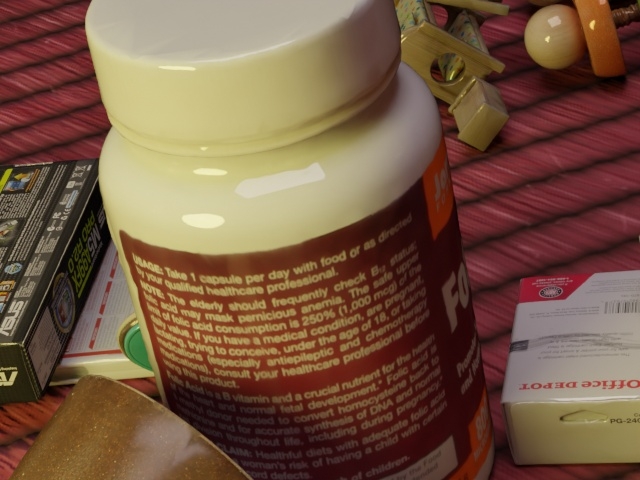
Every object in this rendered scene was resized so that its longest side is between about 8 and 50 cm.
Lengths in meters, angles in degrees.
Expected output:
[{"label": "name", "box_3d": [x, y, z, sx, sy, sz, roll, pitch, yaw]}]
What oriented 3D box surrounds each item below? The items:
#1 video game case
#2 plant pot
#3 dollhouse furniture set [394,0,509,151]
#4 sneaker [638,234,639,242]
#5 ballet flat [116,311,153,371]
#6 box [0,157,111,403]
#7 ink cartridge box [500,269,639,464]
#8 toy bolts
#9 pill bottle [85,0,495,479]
[{"label": "video game case", "box_3d": [-0.241, 0.054, 1.598, 0.285, 0.025, 0.204, -6, 34, 10]}, {"label": "plant pot", "box_3d": [-0.145, 0.237, 1.153, 0.215, 0.215, 0.230, 23, 61, 42]}, {"label": "dollhouse furniture set", "box_3d": [0.136, -0.205, 1.716, 0.101, 0.161, 0.182, 26, 25, -21]}, {"label": "sneaker", "box_3d": [0.358, 0.032, 1.393, 0.290, 0.123, 0.106, -9, -3, -28]}, {"label": "ballet flat", "box_3d": [-0.032, 0.056, 1.477, 0.248, 0.086, 0.086, -2, 33, -1]}, {"label": "box", "box_3d": [-0.301, 0.033, 1.573, 0.216, 0.060, 0.270, -5, 33, 13]}, {"label": "ink cartridge box", "box_3d": [0.193, 0.090, 1.364, 0.109, 0.063, 0.150, -3, 35, 15]}, {"label": "toy bolts", "box_3d": [0.253, -0.272, 1.790, 0.158, 0.218, 0.228, -14, 14, 9]}, {"label": "pill bottle", "box_3d": [-0.017, 0.006, 1.258, 0.224, 0.392, 0.224, -8, 33, 6]}]
